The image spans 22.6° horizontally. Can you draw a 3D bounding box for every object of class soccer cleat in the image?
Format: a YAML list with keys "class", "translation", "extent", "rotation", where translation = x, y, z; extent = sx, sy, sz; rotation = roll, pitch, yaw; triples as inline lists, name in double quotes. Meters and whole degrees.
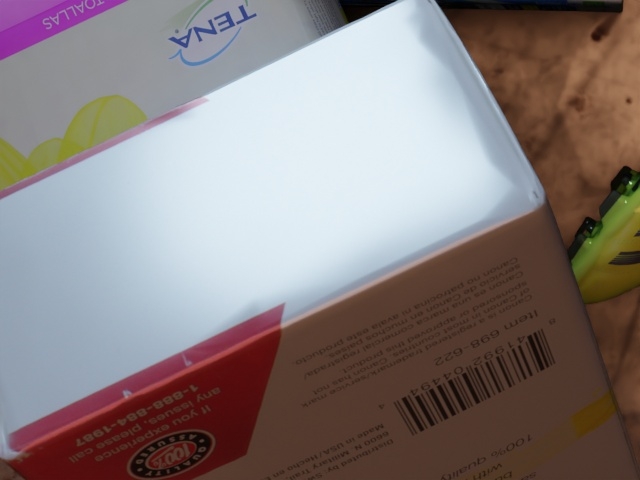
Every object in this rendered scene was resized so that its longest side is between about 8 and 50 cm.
- class: "soccer cleat"
  translation: [0.282, -0.043, 1.029]
  extent: [0.289, 0.093, 0.121]
  rotation: [-42, 91, 9]

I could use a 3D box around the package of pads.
- class: "package of pads"
  translation: [-0.119, -0.080, 0.982]
  extent: [0.296, 0.101, 0.229]
  rotation: [-22, 101, 18]

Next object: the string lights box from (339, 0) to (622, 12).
- class: "string lights box"
  translation: [0.067, -0.192, 1.040]
  extent: [0.260, 0.133, 0.076]
  rotation: [3, 95, 11]

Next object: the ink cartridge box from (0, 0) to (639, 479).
- class: "ink cartridge box"
  translation: [0.009, 0.084, 0.911]
  extent: [0.279, 0.384, 0.160]
  rotation: [-26, 53, 2]
